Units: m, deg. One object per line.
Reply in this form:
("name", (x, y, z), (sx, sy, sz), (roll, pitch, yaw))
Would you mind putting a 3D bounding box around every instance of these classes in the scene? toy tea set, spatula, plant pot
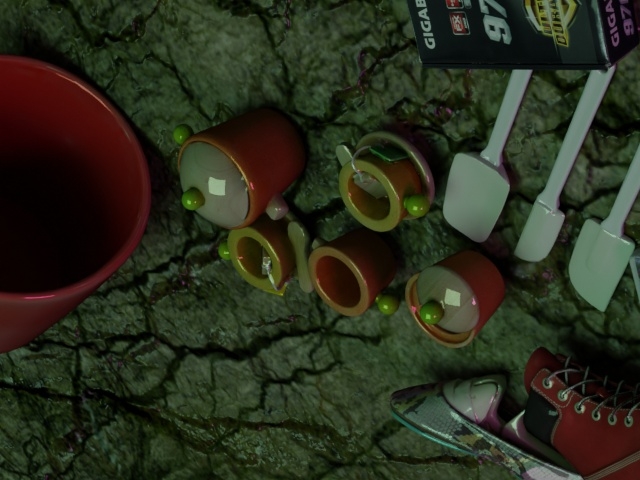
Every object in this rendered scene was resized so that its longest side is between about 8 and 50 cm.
("toy tea set", (0.000, 0.000, 1.479), (0.336, 0.124, 0.200), (14, 128, 41))
("spatula", (0.192, -0.064, 1.354), (0.168, 0.019, 0.242), (34, 138, 19))
("plant pot", (-0.331, -0.014, 1.699), (0.275, 0.275, 0.243), (45, 148, 5))

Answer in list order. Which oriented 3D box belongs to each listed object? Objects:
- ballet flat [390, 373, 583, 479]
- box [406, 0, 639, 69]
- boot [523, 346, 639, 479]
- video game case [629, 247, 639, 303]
("ballet flat", (0.171, 0.171, 1.521), (0.221, 0.077, 0.079), (29, 117, 16))
("box", (0.133, -0.237, 1.244), (0.175, 0.051, 0.220), (6, 121, 40))
("boot", (0.252, 0.132, 1.369), (0.176, 0.088, 0.244), (46, 148, 13))
("video game case", (0.343, 0.095, 1.336), (0.173, 0.022, 0.190), (4, 123, 40))
